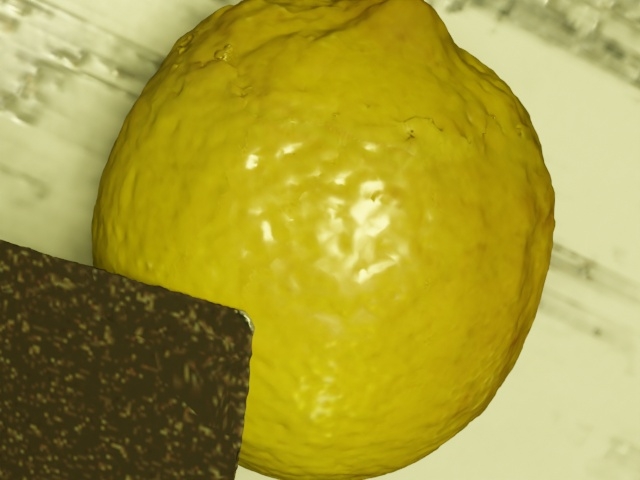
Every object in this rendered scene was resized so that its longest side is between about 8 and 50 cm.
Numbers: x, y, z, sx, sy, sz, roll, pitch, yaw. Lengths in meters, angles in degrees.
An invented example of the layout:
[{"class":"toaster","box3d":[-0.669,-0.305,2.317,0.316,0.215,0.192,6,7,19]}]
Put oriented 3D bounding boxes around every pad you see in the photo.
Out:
[{"class":"pad","box3d":[-0.188,0.087,0.818,0.330,0.004,0.220,16,110,18]}]

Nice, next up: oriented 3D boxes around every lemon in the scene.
[{"class":"lemon","box3d":[0.000,0.000,0.824,0.192,0.192,0.231,7,121,-15]}]
